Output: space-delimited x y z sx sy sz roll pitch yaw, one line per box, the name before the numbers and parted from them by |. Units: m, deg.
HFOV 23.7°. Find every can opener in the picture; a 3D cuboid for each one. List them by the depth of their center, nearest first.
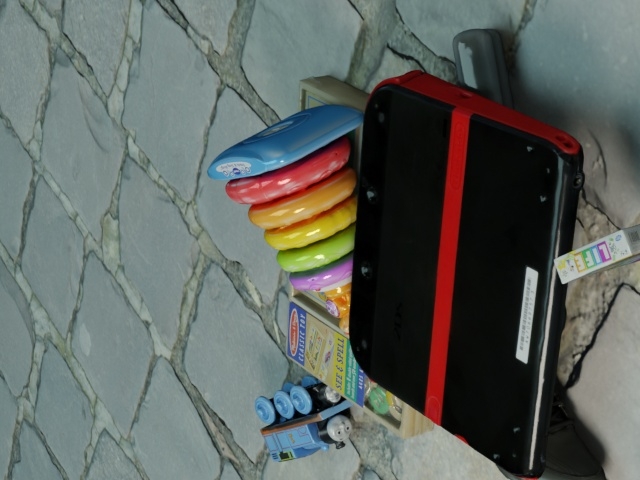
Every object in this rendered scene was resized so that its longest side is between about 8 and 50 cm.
can opener | 0.211 -0.099 1.684 0.093 0.074 0.280 -14 91 22

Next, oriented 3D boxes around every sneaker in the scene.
sneaker | 0.225 0.190 1.722 0.267 0.101 0.106 43 132 39

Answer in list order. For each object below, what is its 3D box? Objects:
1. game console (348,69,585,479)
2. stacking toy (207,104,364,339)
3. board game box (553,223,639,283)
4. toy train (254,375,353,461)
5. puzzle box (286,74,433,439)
game console | 0.153 0.028 1.680 0.342 0.060 0.386 29 123 49
stacking toy | 0.000 0.000 1.878 0.175 0.166 0.302 -5 112 53
board game box | 0.316 0.001 1.470 0.103 0.154 0.026 -30 77 56
toy train | -0.019 0.248 2.128 0.184 0.080 0.105 -24 90 54
puzzle box | 0.056 0.017 1.954 0.272 0.052 0.409 31 126 48
